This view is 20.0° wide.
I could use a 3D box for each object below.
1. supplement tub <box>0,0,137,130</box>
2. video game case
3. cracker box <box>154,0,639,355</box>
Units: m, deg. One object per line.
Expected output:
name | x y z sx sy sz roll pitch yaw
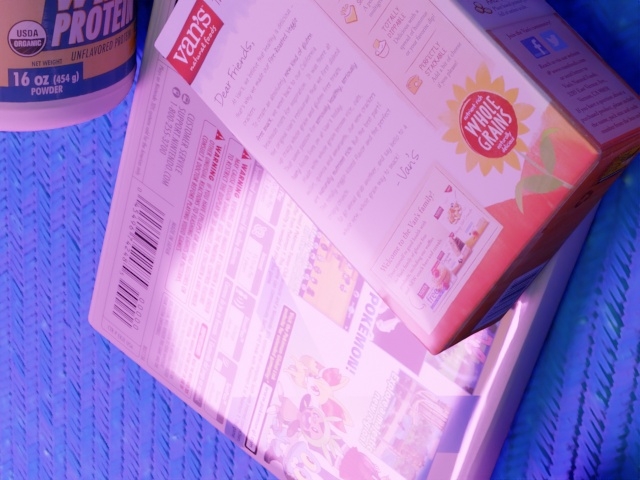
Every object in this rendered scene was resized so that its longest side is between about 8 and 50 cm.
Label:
supplement tub | -0.178 -0.179 1.060 0.144 0.144 0.200 24 124 34
video game case | 0.000 0.000 1.057 0.300 0.036 0.329 36 129 26
cracker box | 0.037 -0.081 0.914 0.232 0.067 0.156 48 130 15
